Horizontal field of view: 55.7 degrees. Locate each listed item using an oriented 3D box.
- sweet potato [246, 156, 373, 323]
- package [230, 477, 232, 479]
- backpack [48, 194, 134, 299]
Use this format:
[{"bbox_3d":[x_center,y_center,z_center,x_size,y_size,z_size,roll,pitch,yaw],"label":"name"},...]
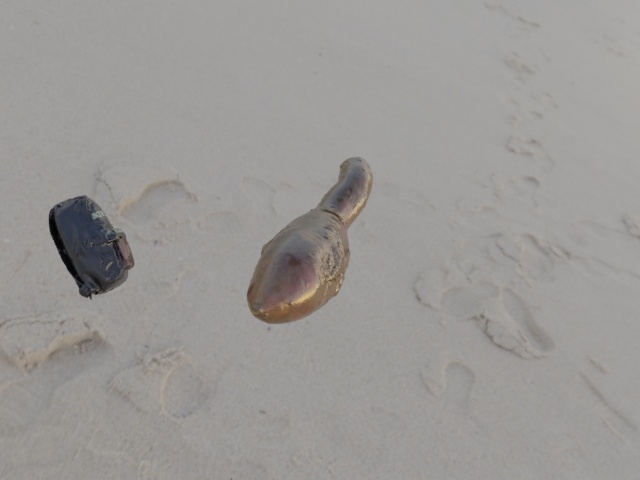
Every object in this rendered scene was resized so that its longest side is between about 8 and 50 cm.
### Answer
[{"bbox_3d":[0.000,0.000,0.804,0.109,0.109,0.385,35,34,0],"label":"sweet potato"},{"bbox_3d":[-0.125,0.498,0.961,0.027,0.171,0.173,2,10,-21],"label":"package"},{"bbox_3d":[-0.372,0.007,0.992,0.105,0.120,0.165,-21,95,-14],"label":"backpack"}]
